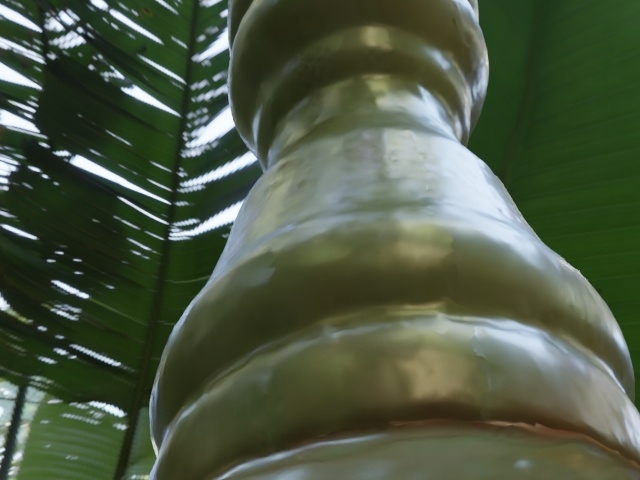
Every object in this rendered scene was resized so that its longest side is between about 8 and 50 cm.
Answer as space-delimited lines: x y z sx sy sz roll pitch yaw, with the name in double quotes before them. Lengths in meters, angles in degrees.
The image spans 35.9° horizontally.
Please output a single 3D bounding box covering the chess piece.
"chess piece" 0.025 -0.020 0.548 0.234 0.234 0.442 -6 -133 3
